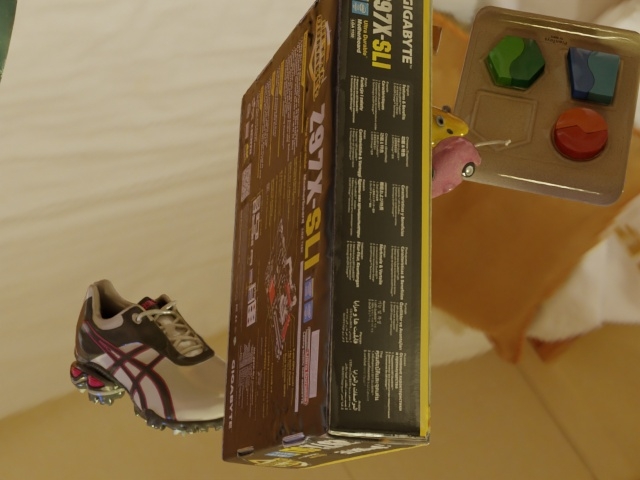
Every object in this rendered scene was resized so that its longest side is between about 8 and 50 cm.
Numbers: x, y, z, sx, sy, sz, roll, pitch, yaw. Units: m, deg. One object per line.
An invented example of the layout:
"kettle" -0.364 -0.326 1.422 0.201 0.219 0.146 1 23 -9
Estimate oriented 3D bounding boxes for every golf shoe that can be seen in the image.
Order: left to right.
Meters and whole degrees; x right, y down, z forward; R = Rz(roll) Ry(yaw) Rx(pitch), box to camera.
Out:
"golf shoe" -0.163 0.123 1.237 0.105 0.272 0.120 -17 113 -51

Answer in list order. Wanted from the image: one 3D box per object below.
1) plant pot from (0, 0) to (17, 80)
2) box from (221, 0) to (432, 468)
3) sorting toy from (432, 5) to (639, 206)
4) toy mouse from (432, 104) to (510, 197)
"plant pot" -0.415 -0.177 1.059 0.195 0.290 0.290 16 131 -31
"box" 0.000 0.000 0.883 0.079 0.322 0.257 7 163 -20
"sorting toy" 0.222 -0.176 1.420 0.307 0.229 0.041 12 160 8
"toy mouse" 0.076 -0.065 0.998 0.143 0.161 0.031 -54 128 -29
